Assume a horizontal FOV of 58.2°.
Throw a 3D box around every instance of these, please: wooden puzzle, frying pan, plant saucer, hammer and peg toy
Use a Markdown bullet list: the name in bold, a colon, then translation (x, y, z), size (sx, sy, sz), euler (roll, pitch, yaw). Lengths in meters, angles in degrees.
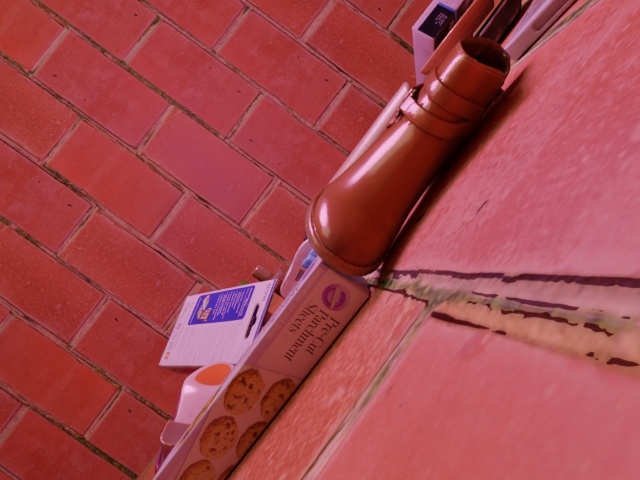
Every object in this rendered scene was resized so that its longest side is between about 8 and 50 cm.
- **wooden puzzle**: translation (0.077, -0.132, 0.862), size (0.221, 0.044, 0.238), euler (-53, 0, 17)
- **frying pan**: translation (0.281, -0.347, 1.121), size (0.326, 0.053, 0.197), euler (-55, 1, 23)
- **plant saucer**: translation (0.274, -0.403, 1.131), size (0.200, 0.037, 0.200), euler (-50, 1, 1)
- **hammer and peg toy**: translation (-0.203, 0.225, 1.392), size (0.266, 0.127, 0.361), euler (-53, 3, 20)

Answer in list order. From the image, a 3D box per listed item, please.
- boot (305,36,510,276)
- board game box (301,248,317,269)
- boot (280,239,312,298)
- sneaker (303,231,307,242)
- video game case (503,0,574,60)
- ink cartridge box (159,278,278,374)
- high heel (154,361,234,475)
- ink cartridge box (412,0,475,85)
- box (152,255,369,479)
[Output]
- **boot**: translation (0.105, -0.097, 0.619), size (0.220, 0.109, 0.283), euler (-51, -6, 40)
- **board game box**: translation (0.111, -0.108, 1.047), size (0.390, 0.050, 0.390), euler (-54, 3, -12)
- **boot**: translation (-0.029, 0.045, 1.290), size (0.190, 0.069, 0.086), euler (-54, 5, 29)
- **sneaker**: translation (0.000, 0.000, 1.602), size (0.082, 0.069, 0.209), euler (-21, -14, -10)
- **video game case**: translation (0.324, -0.348, 0.687), size (0.227, 0.026, 0.206), euler (-55, 3, -27)
- **ink cartridge box**: translation (-0.204, 0.187, 1.196), size (0.371, 0.069, 0.175), euler (-17, 48, 50)
- **high heel**: translation (-0.193, 0.298, 0.930), size (0.244, 0.082, 0.117), euler (-72, -11, -68)
- **ink cartridge box**: translation (0.292, -0.445, 1.353), size (0.165, 0.065, 0.332), euler (-54, -18, -6)
- **box**: translation (-0.068, 0.158, 0.632), size (0.324, 0.067, 0.063), euler (-52, 4, 11)
